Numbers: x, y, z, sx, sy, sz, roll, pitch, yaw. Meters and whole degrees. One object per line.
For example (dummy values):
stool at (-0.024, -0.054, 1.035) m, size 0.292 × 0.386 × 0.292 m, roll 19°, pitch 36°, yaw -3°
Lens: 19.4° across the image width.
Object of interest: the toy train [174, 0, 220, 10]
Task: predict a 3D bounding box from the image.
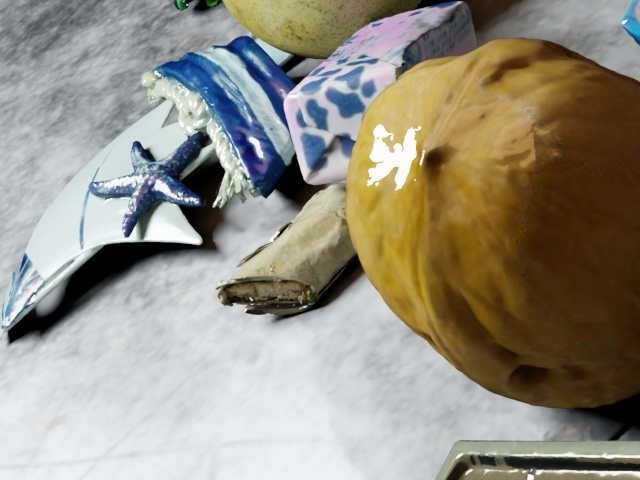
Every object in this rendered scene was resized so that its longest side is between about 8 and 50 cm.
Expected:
toy train at (-0.072, -0.301, 1.556) m, size 0.202 × 0.145 × 0.266 m, roll -44°, pitch 16°, yaw -8°

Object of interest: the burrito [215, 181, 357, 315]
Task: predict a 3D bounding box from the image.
burrito at (0.000, 0.000, 1.237) m, size 0.149 × 0.041 × 0.055 m, roll -42°, pitch 46°, yaw -17°

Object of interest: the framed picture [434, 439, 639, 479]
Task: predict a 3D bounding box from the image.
framed picture at (0.110, 0.187, 0.826) m, size 0.315 × 0.024 × 0.232 m, roll -7°, pitch 47°, yaw 56°

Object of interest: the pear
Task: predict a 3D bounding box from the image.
pear at (0.004, -0.214, 1.385) m, size 0.167 × 0.136 × 0.167 m, roll -6°, pitch 61°, yaw 12°

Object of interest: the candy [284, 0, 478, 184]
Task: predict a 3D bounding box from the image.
candy at (0.048, -0.103, 1.261) m, size 0.092 × 0.073 × 0.160 m, roll -9°, pitch 20°, yaw 28°

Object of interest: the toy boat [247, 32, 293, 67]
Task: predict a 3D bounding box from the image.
toy boat at (-0.047, -0.148, 1.487) m, size 0.096 × 0.034 × 0.122 m, roll 9°, pitch 61°, yaw 49°

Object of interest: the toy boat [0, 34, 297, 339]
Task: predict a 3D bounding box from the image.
toy boat at (-0.117, -0.036, 1.369) m, size 0.210 × 0.070 × 0.291 m, roll 9°, pitch 57°, yaw 50°

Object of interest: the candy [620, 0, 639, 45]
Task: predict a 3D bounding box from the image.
candy at (0.327, -0.124, 0.979) m, size 0.306 × 0.100 × 0.157 m, roll 25°, pitch 87°, yaw 41°

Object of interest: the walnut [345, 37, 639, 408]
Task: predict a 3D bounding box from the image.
walnut at (0.114, -0.010, 0.994) m, size 0.195 × 0.221 × 0.195 m, roll -13°, pitch 65°, yaw 30°
